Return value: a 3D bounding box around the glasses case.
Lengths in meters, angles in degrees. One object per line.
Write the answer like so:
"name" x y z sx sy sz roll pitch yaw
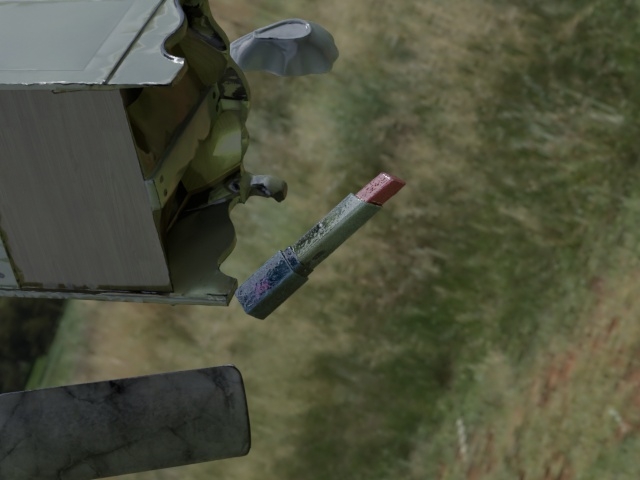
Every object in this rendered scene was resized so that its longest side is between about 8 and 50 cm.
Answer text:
"glasses case" -0.234 0.218 1.584 0.060 0.299 0.114 140 121 -68

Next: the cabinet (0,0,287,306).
"cabinet" -0.229 -0.108 1.372 0.227 0.318 0.290 -68 -26 -49

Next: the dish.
"dish" -0.047 -0.235 1.606 0.039 0.137 0.091 91 171 -46

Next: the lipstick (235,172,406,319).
"lipstick" 0.000 0.000 2.060 0.312 0.051 0.051 -42 54 14
